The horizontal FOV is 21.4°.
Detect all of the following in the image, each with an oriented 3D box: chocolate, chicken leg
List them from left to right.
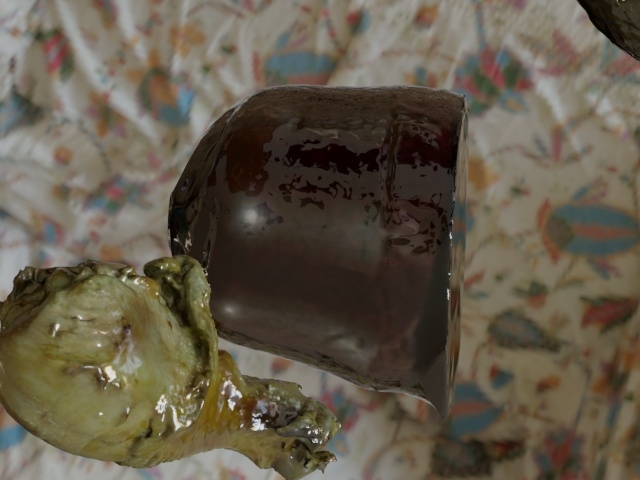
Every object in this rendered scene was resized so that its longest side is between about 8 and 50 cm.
[{"bbox_3d":[-0.075,0.067,0.859,0.228,0.103,0.088,17,127,-43],"label":"chicken leg"},{"bbox_3d":[0.000,0.000,1.925,0.331,0.383,0.383,1,135,7],"label":"chocolate"}]

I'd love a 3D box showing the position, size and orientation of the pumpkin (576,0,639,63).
[{"bbox_3d":[0.244,-0.201,1.011,0.238,0.238,0.159,29,162,-5],"label":"pumpkin"}]
